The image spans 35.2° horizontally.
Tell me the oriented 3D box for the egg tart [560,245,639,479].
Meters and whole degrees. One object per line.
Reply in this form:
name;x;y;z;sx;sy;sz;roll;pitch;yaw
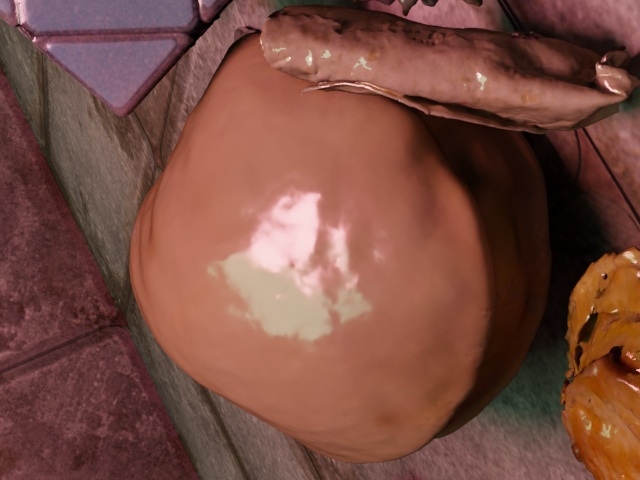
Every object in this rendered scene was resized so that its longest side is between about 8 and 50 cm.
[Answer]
egg tart;0.229;0.110;0.613;0.241;0.106;0.241;45;150;35

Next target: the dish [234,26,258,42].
dish;-0.070;-0.122;1.115;0.246;0.078;0.224;11;120;65

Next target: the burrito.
burrito;0.081;-0.106;0.628;0.087;0.225;0.060;-25;-54;-71

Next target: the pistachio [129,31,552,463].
pistachio;0.000;0.000;0.845;0.445;0.281;0.365;-6;94;55

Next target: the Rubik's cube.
Rubik's cube;-0.154;-0.259;0.819;0.205;0.205;0.207;40;-157;-15

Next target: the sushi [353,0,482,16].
sushi;0.053;-0.261;0.588;0.184;0.139;0.274;50;157;31
